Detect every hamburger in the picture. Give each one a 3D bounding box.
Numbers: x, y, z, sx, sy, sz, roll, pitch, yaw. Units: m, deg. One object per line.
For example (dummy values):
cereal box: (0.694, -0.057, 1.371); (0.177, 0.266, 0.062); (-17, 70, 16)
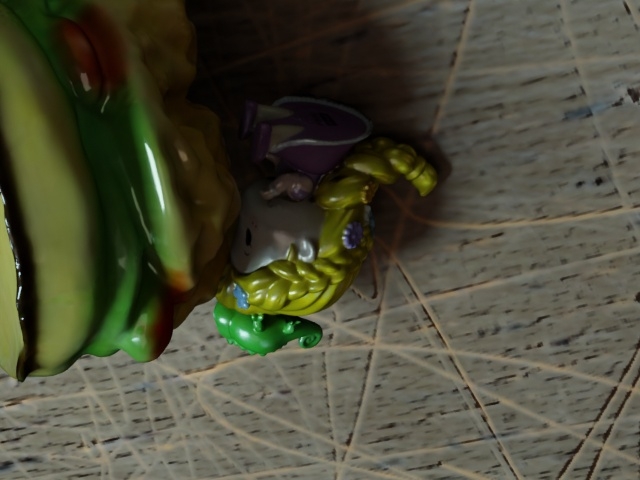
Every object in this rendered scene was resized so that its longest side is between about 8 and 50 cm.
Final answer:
hamburger: (-0.126, -0.039, 1.018); (0.149, 0.237, 0.237); (-15, 134, -22)

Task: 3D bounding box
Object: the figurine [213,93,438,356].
figurine: (0.000, 0.000, 1.069); (0.115, 0.095, 0.156); (8, 114, -10)
